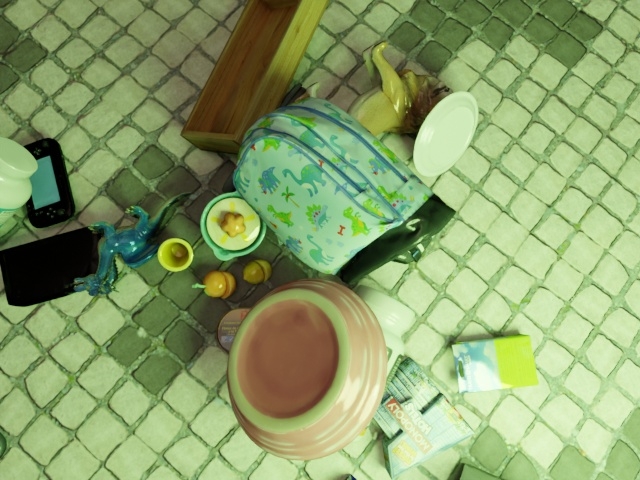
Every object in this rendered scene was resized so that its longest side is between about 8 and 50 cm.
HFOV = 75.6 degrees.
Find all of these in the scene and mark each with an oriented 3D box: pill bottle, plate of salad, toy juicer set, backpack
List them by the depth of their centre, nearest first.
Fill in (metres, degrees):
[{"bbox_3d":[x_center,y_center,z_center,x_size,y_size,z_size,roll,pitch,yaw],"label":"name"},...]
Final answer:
[{"bbox_3d":[0.013,-0.096,0.777,0.273,0.290,0.355,-27,83,-35],"label":"backpack"},{"bbox_3d":[-0.701,-0.089,0.832,0.264,0.146,0.146,-39,84,10],"label":"pill bottle"},{"bbox_3d":[0.072,0.243,0.841,0.162,0.162,0.278,29,80,2],"label":"pill bottle"},{"bbox_3d":[-0.158,-0.008,0.879,0.329,0.089,0.209,-42,104,-2],"label":"toy juicer set"},{"bbox_3d":[0.278,-0.239,0.933,0.200,0.200,0.048,-40,50,-8],"label":"plate of salad"}]

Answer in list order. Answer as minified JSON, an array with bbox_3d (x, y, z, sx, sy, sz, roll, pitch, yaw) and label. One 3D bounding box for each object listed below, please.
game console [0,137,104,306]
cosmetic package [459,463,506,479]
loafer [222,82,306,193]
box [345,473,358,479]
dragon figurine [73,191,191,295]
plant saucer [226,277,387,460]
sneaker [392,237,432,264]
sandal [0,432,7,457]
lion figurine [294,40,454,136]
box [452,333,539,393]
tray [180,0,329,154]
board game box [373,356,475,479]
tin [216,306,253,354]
[{"bbox_3d":[-0.609,-0.049,0.916,0.213,0.044,0.361,-17,81,-6],"label":"game console"},{"bbox_3d":[0.308,0.655,0.767,0.155,0.197,0.366,22,82,0],"label":"cosmetic package"},{"bbox_3d":[-0.105,-0.214,0.948,0.095,0.109,0.302,35,87,-13],"label":"loafer"},{"bbox_3d":[0.077,0.578,0.830,0.137,0.072,0.126,39,80,4],"label":"box"},{"bbox_3d":[-0.390,0.008,0.885,0.289,0.085,0.144,-29,91,-24],"label":"dragon figurine"},{"bbox_3d":[-0.046,0.221,0.764,0.332,0.084,0.332,-12,61,23],"label":"plant saucer"},{"bbox_3d":[0.139,-0.023,0.930,0.217,0.079,0.121,30,84,5],"label":"sneaker"},{"bbox_3d":[-0.746,0.490,0.821,0.254,0.054,0.097,-39,92,-18],"label":"sandal"},{"bbox_3d":[0.107,-0.280,0.925,0.392,0.142,0.240,-34,112,-7],"label":"lion figurine"},{"bbox_3d":[0.378,0.271,0.910,0.178,0.042,0.109,-5,80,-3],"label":"box"},{"bbox_3d":[-0.146,-0.390,0.930,0.202,0.076,0.411,15,79,38],"label":"tray"},{"bbox_3d":[0.184,0.388,0.873,0.194,0.060,0.194,-39,85,-9],"label":"board game box"},{"bbox_3d":[-0.130,0.198,0.902,0.189,0.040,0.106,0,84,-2],"label":"tin"}]
